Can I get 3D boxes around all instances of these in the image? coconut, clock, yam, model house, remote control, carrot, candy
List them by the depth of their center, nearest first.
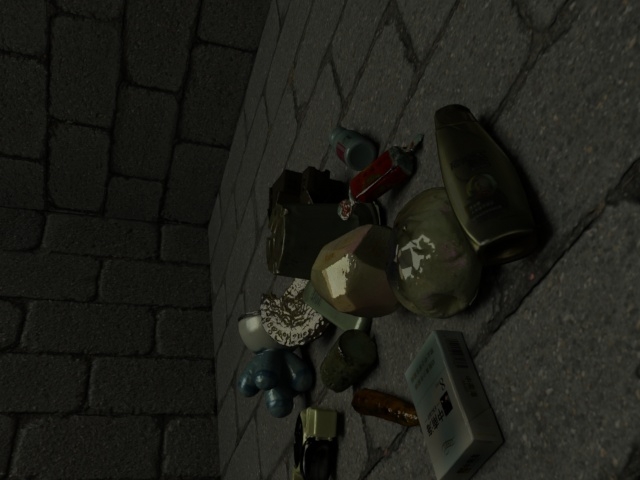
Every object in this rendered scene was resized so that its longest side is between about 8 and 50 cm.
[{"bbox_3d":[0.096,0.081,1.471,0.197,0.237,0.237,58,173,-21],"label":"coconut"},{"bbox_3d":[0.150,0.383,1.488,0.314,0.066,0.066,166,109,-69],"label":"carrot"},{"bbox_3d":[0.144,-0.153,1.574,0.292,0.059,0.086,-39,46,29],"label":"candy"},{"bbox_3d":[0.064,0.318,1.688,0.194,0.107,0.107,119,150,-50],"label":"yam"},{"bbox_3d":[0.039,0.182,1.805,0.309,0.038,0.090,27,99,56],"label":"remote control"},{"bbox_3d":[-0.024,0.665,1.832,0.276,0.120,0.379,133,140,-68],"label":"clock"},{"bbox_3d":[-0.038,-0.072,1.927,0.204,0.211,0.243,134,143,-63],"label":"model house"}]

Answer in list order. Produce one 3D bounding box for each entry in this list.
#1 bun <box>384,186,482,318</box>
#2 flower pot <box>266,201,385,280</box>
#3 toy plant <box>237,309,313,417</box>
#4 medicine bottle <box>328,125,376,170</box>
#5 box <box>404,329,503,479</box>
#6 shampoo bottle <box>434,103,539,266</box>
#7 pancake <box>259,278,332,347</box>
[{"bbox_3d":[0.211,0.019,1.268,0.273,0.168,0.272,-173,90,-79],"label":"bun"},{"bbox_3d":[0.000,0.000,1.732,0.290,0.259,0.290,-174,90,-72],"label":"flower pot"},{"bbox_3d":[-0.145,0.402,2.101,0.247,0.247,0.332,132,138,-59],"label":"toy plant"},{"bbox_3d":[0.082,-0.265,1.828,0.216,0.090,0.090,-125,44,-63],"label":"medicine bottle"},{"bbox_3d":[0.244,0.311,1.234,0.243,0.067,0.155,-103,25,-43],"label":"box"},{"bbox_3d":[0.283,-0.115,1.168,0.084,0.126,0.350,62,-165,-48],"label":"shampoo bottle"},{"bbox_3d":[-0.065,0.182,1.978,0.286,0.033,0.288,2,77,35],"label":"pancake"}]
